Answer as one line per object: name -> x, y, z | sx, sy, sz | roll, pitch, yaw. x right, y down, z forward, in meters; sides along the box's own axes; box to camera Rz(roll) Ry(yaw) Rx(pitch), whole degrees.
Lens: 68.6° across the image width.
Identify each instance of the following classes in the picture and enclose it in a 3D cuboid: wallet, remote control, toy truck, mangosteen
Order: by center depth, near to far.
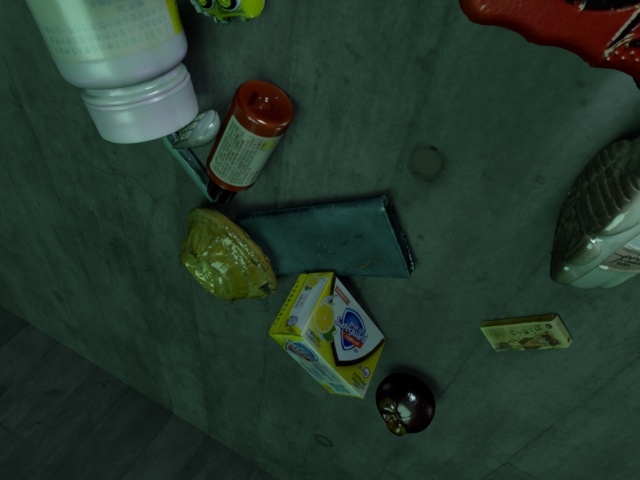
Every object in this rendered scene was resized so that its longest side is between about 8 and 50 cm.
toy truck -> -0.141, -0.365, 0.711 | 0.111, 0.076, 0.077 | 11, 154, 29
remote control -> -0.229, -0.198, 0.871 | 0.044, 0.073, 0.229 | 34, 171, -26
wallet -> 0.000, 0.000, 0.975 | 0.379, 0.046, 0.191 | -3, 127, 36
mangosteen -> 0.201, 0.401, 1.139 | 0.152, 0.152, 0.152 | 20, 137, 19

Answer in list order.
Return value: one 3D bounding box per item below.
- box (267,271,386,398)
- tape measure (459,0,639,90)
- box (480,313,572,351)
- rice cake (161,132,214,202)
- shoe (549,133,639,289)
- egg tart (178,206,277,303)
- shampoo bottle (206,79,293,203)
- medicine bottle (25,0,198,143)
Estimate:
box -> 0.024, 0.212, 1.041 | 0.097, 0.168, 0.265 | -3, 135, 41
tape measure -> 0.270, -0.289, 0.422 | 0.253, 0.114, 0.260 | 19, 138, 0
box -> 0.386, 0.177, 0.887 | 0.149, 0.020, 0.073 | -19, 115, 45
rice cake -> -0.280, -0.160, 1.031 | 0.042, 0.030, 0.180 | -3, 128, 54
shoe -> 0.426, -0.036, 0.536 | 0.198, 0.172, 0.351 | 28, 141, 5
egg tart -> -0.230, 0.052, 1.102 | 0.290, 0.115, 0.290 | 31, 151, 20
shampoo bottle -> -0.150, -0.164, 0.878 | 0.104, 0.104, 0.278 | 40, 140, -4
medicine bottle -> -0.334, -0.363, 0.733 | 0.213, 0.213, 0.379 | 15, 135, 24
